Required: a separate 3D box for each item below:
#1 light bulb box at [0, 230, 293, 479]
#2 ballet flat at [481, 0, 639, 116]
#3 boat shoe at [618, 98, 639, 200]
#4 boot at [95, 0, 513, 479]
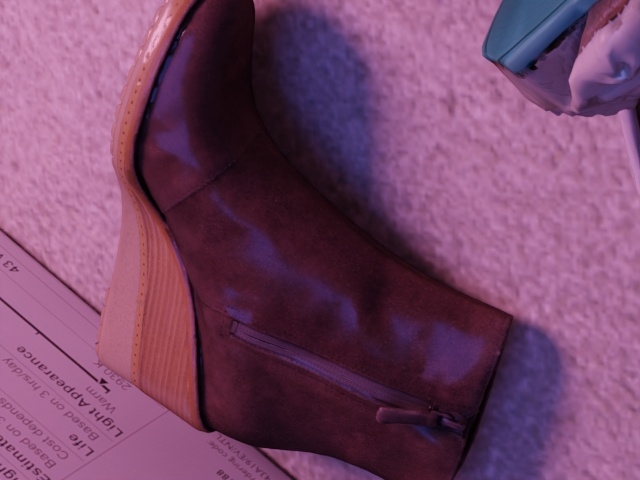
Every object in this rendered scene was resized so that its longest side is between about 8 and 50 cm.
[{"bbox_3d":[-0.210,0.219,0.865,0.358,0.361,0.225,38,127,16],"label":"light bulb box"},{"bbox_3d":[0.212,-0.180,0.513,0.147,0.147,0.409,40,114,14],"label":"ballet flat"},{"bbox_3d":[0.167,-0.017,0.677,0.095,0.084,0.258,-17,99,38],"label":"boat shoe"},{"bbox_3d":[0.000,0.000,0.821,0.207,0.090,0.248,19,119,13],"label":"boot"}]
